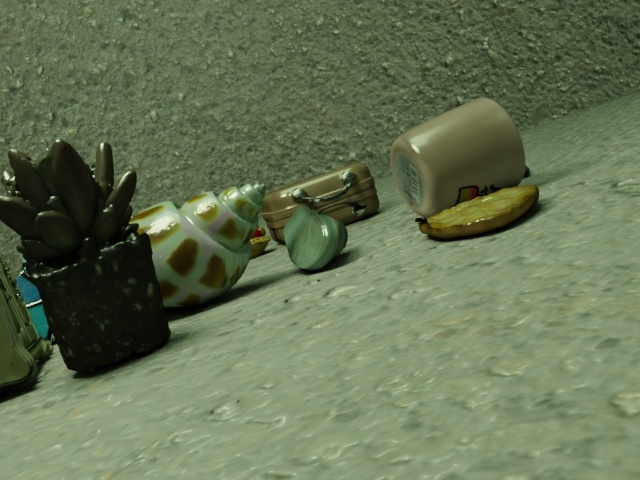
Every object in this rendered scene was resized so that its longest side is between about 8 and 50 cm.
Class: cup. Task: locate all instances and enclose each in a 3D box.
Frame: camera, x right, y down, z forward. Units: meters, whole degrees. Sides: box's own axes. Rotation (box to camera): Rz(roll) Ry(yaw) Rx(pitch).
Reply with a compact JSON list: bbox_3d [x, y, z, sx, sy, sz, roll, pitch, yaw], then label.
[{"bbox_3d":[0.254,-0.139,1.410,0.200,0.192,0.253,-23,-22,-14],"label":"cup"}]

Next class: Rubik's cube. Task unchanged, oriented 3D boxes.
[{"bbox_3d":[-0.535,0.157,1.542,0.249,0.285,0.234,5,-24,-18],"label":"Rubik's cube"}]

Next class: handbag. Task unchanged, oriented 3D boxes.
[{"bbox_3d":[0.006,-0.097,1.834,0.301,0.149,0.283,-18,4,-11],"label":"handbag"}]

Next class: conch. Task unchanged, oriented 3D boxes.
[{"bbox_3d":[-0.246,0.026,1.292,0.367,0.197,0.249,-14,-10,14],"label":"conch"}]

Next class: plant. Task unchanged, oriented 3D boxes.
[{"bbox_3d":[-0.341,0.020,1.011,0.194,0.321,0.181,-20,5,-29],"label":"plant"}]

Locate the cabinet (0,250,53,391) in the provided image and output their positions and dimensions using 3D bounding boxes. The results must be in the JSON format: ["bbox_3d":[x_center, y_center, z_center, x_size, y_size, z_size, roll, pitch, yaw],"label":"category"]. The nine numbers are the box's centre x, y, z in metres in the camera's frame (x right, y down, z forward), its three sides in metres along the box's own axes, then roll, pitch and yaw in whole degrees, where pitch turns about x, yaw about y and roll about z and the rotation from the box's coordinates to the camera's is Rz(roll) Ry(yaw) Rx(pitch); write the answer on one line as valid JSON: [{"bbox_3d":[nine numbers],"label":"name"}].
[{"bbox_3d":[-0.588,0.110,1.116,0.227,0.290,0.318,-25,4,-14],"label":"cabinet"}]

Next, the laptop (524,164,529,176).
[{"bbox_3d":[0.404,-0.149,1.649,0.153,0.026,0.207,-17,6,17],"label":"laptop"}]

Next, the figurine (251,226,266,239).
[{"bbox_3d":[-0.259,-0.019,2.068,0.186,0.176,0.287,22,10,-21],"label":"figurine"}]

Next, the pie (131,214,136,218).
[{"bbox_3d":[-0.381,0.027,1.544,0.354,0.103,0.288,3,-16,7],"label":"pie"}]

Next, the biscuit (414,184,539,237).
[{"bbox_3d":[0.252,-0.043,1.131,0.202,0.041,0.260,-15,7,4],"label":"biscuit"}]

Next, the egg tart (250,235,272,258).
[{"bbox_3d":[-0.180,0.021,1.790,0.128,0.049,0.129,-15,1,0],"label":"egg tart"}]

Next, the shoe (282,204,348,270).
[{"bbox_3d":[0.000,0.000,1.298,0.100,0.103,0.251,24,7,-20],"label":"shoe"}]
